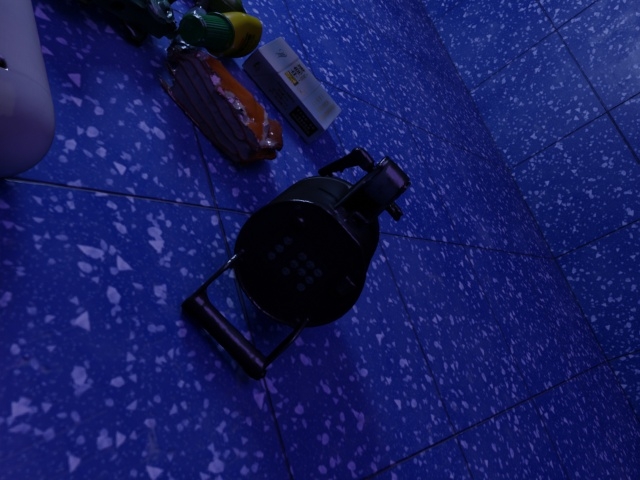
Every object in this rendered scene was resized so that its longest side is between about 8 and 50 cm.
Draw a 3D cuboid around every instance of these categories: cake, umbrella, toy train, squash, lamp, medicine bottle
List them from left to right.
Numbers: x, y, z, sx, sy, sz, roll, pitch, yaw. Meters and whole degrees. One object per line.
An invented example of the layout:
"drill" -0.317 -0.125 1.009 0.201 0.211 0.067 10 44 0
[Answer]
"toy train" -0.353 -0.458 0.899 0.269 0.115 0.154 13 62 -56
"umbrella" -0.269 -0.445 1.075 0.052 0.053 0.250 33 42 -29
"squash" -0.261 -0.586 1.189 0.219 0.068 0.077 35 34 -31
"medicine bottle" -0.199 -0.415 1.030 0.076 0.111 0.309 48 20 -6
"cake" -0.184 -0.247 0.976 0.287 0.098 0.135 38 38 -26
"lamp" -0.019 0.014 0.864 0.205 0.374 0.272 47 2 -4

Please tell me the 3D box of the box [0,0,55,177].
"box" -0.465 -0.237 0.571 0.289 0.141 0.349 5 59 -51

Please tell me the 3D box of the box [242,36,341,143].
"box" -0.065 -0.371 1.261 0.243 0.067 0.155 48 33 -14
